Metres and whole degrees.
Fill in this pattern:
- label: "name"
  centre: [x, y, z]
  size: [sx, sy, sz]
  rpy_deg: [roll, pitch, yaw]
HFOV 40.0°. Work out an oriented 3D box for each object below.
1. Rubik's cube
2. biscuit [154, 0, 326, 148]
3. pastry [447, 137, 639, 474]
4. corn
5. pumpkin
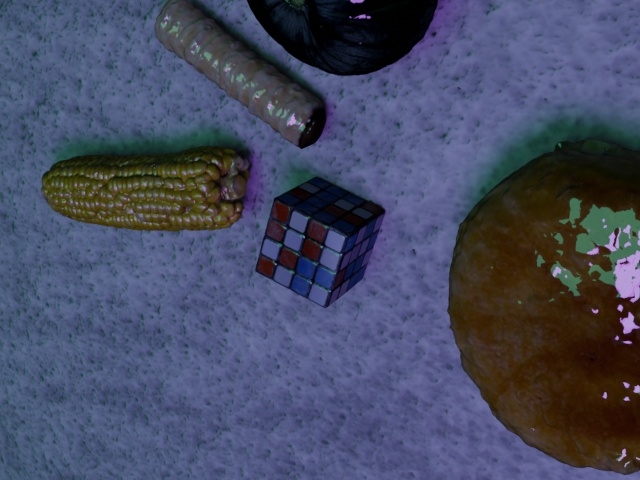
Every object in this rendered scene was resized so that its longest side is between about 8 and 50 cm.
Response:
- label: "Rubik's cube"
  centre: [0.000, 0.000, 0.934]
  size: [0.092, 0.092, 0.092]
  rpy_deg: [26, 119, 18]
- label: "biscuit"
  centre: [-0.083, -0.179, 0.937]
  size: [0.219, 0.055, 0.061]
  rpy_deg: [37, 116, 12]
- label: "pastry"
  centre: [0.258, 0.072, 0.788]
  size: [0.329, 0.136, 0.330]
  rpy_deg: [11, 114, 25]
- label: "corn"
  centre: [-0.212, -0.061, 1.029]
  size: [0.291, 0.101, 0.101]
  rpy_deg: [3, 109, 28]
- label: "pumpkin"
  centre: [0.017, -0.246, 0.799]
  size: [0.202, 0.140, 0.202]
  rpy_deg: [33, 145, 27]
